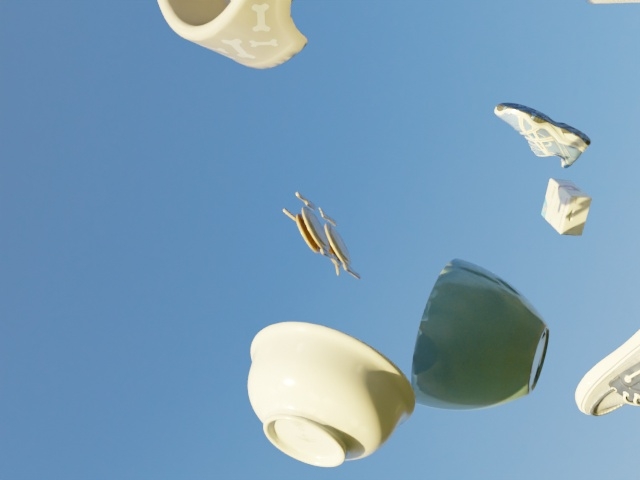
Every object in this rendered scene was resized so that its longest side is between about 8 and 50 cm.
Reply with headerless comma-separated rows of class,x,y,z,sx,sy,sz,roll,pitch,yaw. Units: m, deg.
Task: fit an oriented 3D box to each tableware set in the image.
tableware set,0.000,0.000,1.486,0.039,0.128,0.194,-29,-24,13

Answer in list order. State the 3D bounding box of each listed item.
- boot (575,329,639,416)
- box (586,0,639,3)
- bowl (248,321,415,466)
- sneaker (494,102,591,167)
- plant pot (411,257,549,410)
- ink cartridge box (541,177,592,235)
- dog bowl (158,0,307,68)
boot,0.358,0.162,0.945,0.069,0.086,0.190,4,-43,-24
box,0.394,-0.385,1.141,0.102,0.087,0.101,23,-100,-51
bowl,-0.003,0.277,1.401,0.297,0.298,0.134,63,-140,-39
sneaker,0.462,-0.226,1.815,0.081,0.211,0.080,-65,-8,25
plant pot,0.314,0.195,1.600,0.290,0.196,0.290,-41,-42,-52
ink cartridge box,0.530,-0.073,1.844,0.052,0.122,0.088,6,-68,-8
dog bowl,-0.093,-0.384,1.008,0.102,0.349,0.348,0,-72,-37
